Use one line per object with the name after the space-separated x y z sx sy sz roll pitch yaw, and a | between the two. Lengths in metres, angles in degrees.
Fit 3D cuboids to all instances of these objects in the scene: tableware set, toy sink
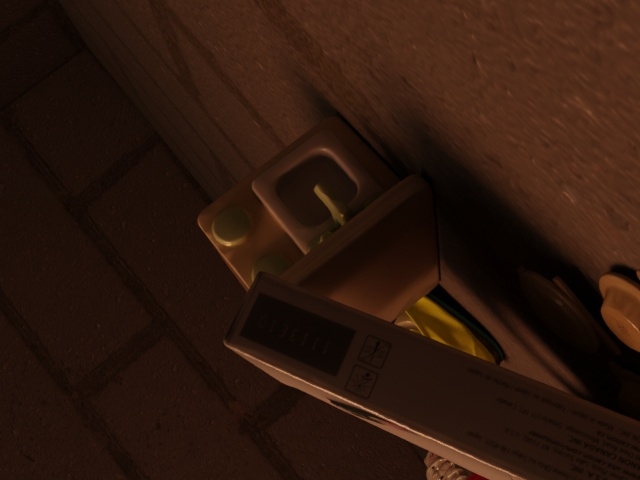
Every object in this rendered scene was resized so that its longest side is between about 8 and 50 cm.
0.180 0.070 0.491 0.141 0.020 0.169 51 172 -6 | tableware set
0.000 0.000 0.746 0.131 0.153 0.234 49 174 22 | toy sink

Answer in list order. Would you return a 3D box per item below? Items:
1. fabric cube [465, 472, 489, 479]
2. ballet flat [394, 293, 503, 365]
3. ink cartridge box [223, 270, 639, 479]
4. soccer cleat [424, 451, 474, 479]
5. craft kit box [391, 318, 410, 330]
0.235 0.403 0.880 0.258 0.254 0.259 54 173 -27 | fabric cube
0.084 0.072 0.878 0.231 0.077 0.077 45 172 42 | ballet flat
0.098 0.124 0.600 0.275 0.060 0.239 20 166 24 | ink cartridge box
0.245 0.437 1.563 0.143 0.116 0.331 50 173 7 | soccer cleat
0.051 0.088 1.060 0.246 0.061 0.250 50 -173 -12 | craft kit box
